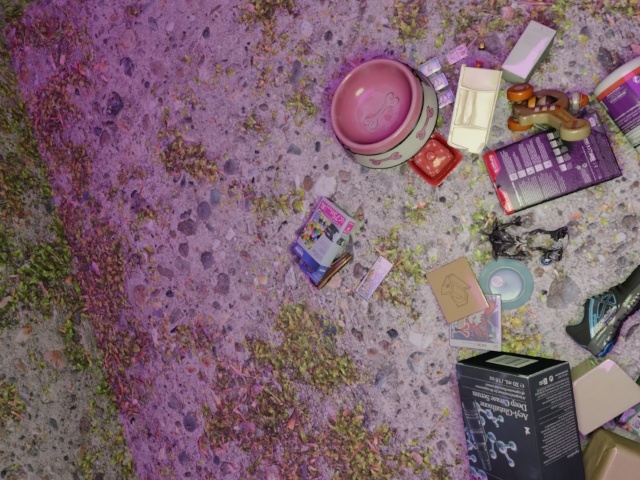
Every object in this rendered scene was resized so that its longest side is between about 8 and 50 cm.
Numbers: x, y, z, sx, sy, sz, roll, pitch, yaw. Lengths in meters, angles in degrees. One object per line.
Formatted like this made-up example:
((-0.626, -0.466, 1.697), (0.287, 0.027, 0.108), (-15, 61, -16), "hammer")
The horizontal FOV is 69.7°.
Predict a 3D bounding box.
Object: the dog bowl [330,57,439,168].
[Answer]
((0.215, -0.479, 1.696), (0.408, 0.150, 0.408), (-6, 79, 30), "dog bowl")

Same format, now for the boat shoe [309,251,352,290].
((0.038, 0.113, 1.868), (0.207, 0.073, 0.073), (-44, 78, 17), "boat shoe")

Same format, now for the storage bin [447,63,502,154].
((0.513, -0.438, 1.538), (0.123, 0.262, 0.260), (12, 110, 15), "storage bin")

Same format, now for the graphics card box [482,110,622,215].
((0.771, -0.252, 1.556), (0.371, 0.094, 0.233), (-21, 83, 22), "graphics card box")

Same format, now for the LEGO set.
((0.499, -0.616, 1.674), (0.244, 0.060, 0.182), (-24, 87, 20), "LEGO set")

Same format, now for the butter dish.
((0.411, -0.302, 1.684), (0.160, 0.118, 0.160), (46, 107, 15), "butter dish")

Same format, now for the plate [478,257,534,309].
((0.663, 0.156, 1.647), (0.188, 0.024, 0.188), (1, 93, 21), "plate")

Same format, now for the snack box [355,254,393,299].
((0.214, 0.148, 1.826), (0.064, 0.022, 0.178), (38, 104, 16), "snack box")

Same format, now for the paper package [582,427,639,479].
((0.984, 0.798, 1.434), (0.325, 0.168, 0.309), (22, 100, 10), "paper package")

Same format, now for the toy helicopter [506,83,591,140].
((0.755, -0.401, 1.453), (0.235, 0.355, 0.140), (-13, 124, 7), "toy helicopter")

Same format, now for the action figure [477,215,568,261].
((0.689, 0.001, 1.576), (0.275, 0.141, 0.164), (10, 104, 48), "action figure")

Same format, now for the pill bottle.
((1.011, -0.393, 1.408), (0.181, 0.181, 0.323), (-34, 79, 19), "pill bottle")

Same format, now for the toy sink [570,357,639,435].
((0.897, 0.490, 1.507), (0.153, 0.131, 0.234), (48, 112, 14), "toy sink")

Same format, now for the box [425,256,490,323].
((0.500, 0.183, 1.687), (0.164, 0.021, 0.201), (-30, 70, 24), "box")

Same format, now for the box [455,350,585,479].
((0.643, 0.589, 1.500), (0.293, 0.212, 0.395), (-11, 86, 60), "box")

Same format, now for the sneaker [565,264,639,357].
((0.938, 0.204, 1.486), (0.139, 0.125, 0.341), (38, 94, 43), "sneaker")

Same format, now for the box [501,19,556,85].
((0.699, -0.624, 1.554), (0.091, 0.130, 0.170), (35, 103, 16), "box")

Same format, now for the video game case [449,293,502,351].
((0.563, 0.294, 1.676), (0.183, 0.023, 0.201), (-1, 91, 31), "video game case")

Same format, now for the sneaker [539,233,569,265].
((0.803, 0.032, 1.569), (0.052, 0.058, 0.135), (34, 103, 17), "sneaker")

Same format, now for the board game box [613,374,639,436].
((1.124, 0.505, 1.462), (0.213, 0.046, 0.317), (27, 101, 18), "board game box")

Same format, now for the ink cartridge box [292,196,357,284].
((0.000, 0.000, 1.852), (0.186, 0.065, 0.311), (43, 110, 41), "ink cartridge box")
